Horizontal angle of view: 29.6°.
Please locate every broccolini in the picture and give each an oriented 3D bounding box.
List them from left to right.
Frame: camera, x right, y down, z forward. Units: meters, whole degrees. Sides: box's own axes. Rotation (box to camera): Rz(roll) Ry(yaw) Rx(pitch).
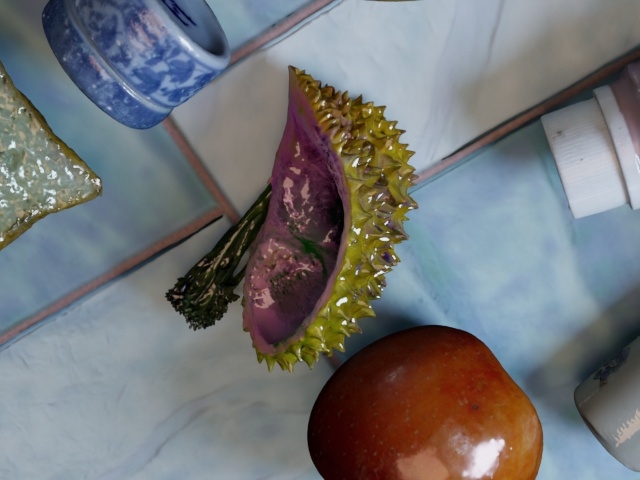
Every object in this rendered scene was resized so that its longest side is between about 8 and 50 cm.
[{"bbox_3d":[-0.077,0.011,1.199,0.058,0.074,0.201,45,108,4],"label":"broccolini"}]

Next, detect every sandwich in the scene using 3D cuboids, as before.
[{"bbox_3d":[-0.366,-0.061,1.122,0.251,0.087,0.226,-39,102,-13],"label":"sandwich"}]

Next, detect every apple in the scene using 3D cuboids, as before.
[{"bbox_3d":[0.100,0.194,1.183,0.201,0.218,0.218,-38,107,-9],"label":"apple"}]

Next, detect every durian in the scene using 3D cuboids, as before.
[{"bbox_3d":[0.013,0.007,1.129,0.154,0.186,0.260,12,124,-10],"label":"durian"}]

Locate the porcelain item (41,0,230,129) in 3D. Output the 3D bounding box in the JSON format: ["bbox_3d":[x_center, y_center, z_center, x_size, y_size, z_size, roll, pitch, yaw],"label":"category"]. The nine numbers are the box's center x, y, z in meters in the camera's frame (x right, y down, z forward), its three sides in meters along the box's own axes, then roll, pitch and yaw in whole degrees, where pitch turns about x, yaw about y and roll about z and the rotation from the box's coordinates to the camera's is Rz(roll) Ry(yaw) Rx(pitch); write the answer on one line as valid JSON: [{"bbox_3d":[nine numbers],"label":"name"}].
[{"bbox_3d":[-0.165,-0.181,1.076,0.114,0.147,0.147,-35,107,18],"label":"porcelain item"}]

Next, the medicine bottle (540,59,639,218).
[{"bbox_3d":[0.329,-0.103,1.078,0.247,0.147,0.147,-18,111,12],"label":"medicine bottle"}]

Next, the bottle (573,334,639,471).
[{"bbox_3d":[0.368,0.118,1.188,0.110,0.110,0.233,41,110,-13],"label":"bottle"}]
